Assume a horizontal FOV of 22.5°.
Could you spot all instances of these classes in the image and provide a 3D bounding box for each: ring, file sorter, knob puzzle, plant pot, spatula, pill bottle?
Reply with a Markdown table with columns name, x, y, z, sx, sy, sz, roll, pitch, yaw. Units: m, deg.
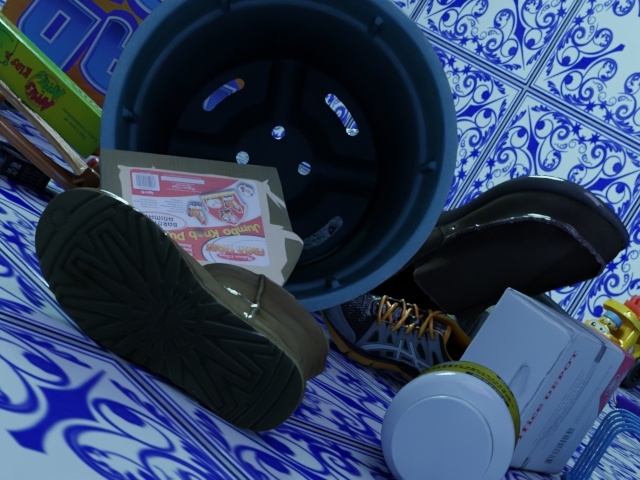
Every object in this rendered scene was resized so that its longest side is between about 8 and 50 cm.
| name | x | y | z | sx | sy | sz | roll | pitch | yaw |
| --- | --- | --- | --- | --- | --- | --- | --- | --- | --- |
| ring | -0.321 | -0.147 | 1.653 | 0.336 | 0.032 | 0.336 | 44 | 1 | -1 |
| file sorter | 0.324 | 0.247 | 1.643 | 0.118 | 0.104 | 0.170 | 32 | 4 | 6 |
| knob puzzle | -0.110 | 0.005 | 1.440 | 0.213 | 0.030 | 0.213 | 13 | 45 | -13 |
| plant pot | -0.045 | -0.094 | 1.693 | 0.341 | 0.341 | 0.334 | 31 | -3 | -1 |
| spatula | 0.318 | 0.145 | 1.826 | 0.296 | 0.030 | 0.084 | 54 | -4 | 41 |
| pill bottle | 0.102 | 0.150 | 1.259 | 0.103 | 0.103 | 0.184 | 32 | 5 | 8 |

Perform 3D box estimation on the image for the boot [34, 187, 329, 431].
| name | x | y | z | sx | sy | sz | roll | pitch | yaw |
| --- | --- | --- | --- | --- | --- | --- | --- | --- | --- |
| boot | -0.098 | 0.046 | 1.233 | 0.236 | 0.089 | 0.269 | 44 | 6 | -2 |

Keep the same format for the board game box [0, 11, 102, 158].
| name | x | y | z | sx | sy | sz | roll | pitch | yaw |
| --- | --- | --- | --- | --- | --- | --- | --- | --- | --- |
| board game box | -0.287 | -0.164 | 1.610 | 0.181 | 0.043 | 0.092 | 45 | 1 | -14 |

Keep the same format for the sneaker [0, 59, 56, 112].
| name | x | y | z | sx | sy | sz | roll | pitch | yaw |
| --- | --- | --- | --- | --- | --- | --- | --- | --- | --- |
| sneaker | -0.424 | -0.210 | 1.888 | 0.229 | 0.086 | 0.132 | 22 | 8 | 8 |

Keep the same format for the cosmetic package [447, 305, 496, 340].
| name | x | y | z | sx | sy | sz | roll | pitch | yaw |
| --- | --- | --- | --- | --- | --- | --- | --- | --- | --- |
| cosmetic package | 0.194 | 0.135 | 1.938 | 0.160 | 0.113 | 0.309 | 31 | 6 | -13 |

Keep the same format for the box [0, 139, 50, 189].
| name | x | y | z | sx | sy | sz | roll | pitch | yaw |
| --- | --- | --- | --- | --- | --- | --- | --- | --- | --- |
| box | -0.311 | -0.082 | 1.568 | 0.067 | 0.018 | 0.083 | 34 | 5 | 34 |

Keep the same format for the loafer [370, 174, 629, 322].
| name | x | y | z | sx | sy | sz | roll | pitch | yaw |
| --- | --- | --- | --- | --- | --- | --- | --- | --- | --- |
| loafer | 0.175 | 0.035 | 1.740 | 0.134 | 0.130 | 0.366 | 42 | -34 | -24 |

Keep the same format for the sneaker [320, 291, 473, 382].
| name | x | y | z | sx | sy | sz | roll | pitch | yaw |
| --- | --- | --- | --- | --- | --- | --- | --- | --- | --- |
| sneaker | 0.097 | 0.100 | 1.706 | 0.215 | 0.083 | 0.084 | 29 | 44 | -12 |

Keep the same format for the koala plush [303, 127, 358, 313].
| name | x | y | z | sx | sy | sz | roll | pitch | yaw |
| --- | --- | --- | --- | --- | --- | --- | --- | --- | --- |
| koala plush | 0.000 | 0.000 | 1.962 | 0.196 | 0.203 | 0.221 | 45 | 29 | 15 |

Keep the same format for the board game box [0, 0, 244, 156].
| name | x | y | z | sx | sy | sz | roll | pitch | yaw |
| --- | --- | --- | --- | --- | --- | --- | --- | --- | --- |
| board game box | -0.221 | -0.289 | 2.223 | 0.356 | 0.356 | 0.356 | 31 | 5 | -4 |

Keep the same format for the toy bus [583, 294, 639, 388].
| name | x | y | z | sx | sy | sz | roll | pitch | yaw |
| --- | --- | --- | --- | --- | --- | --- | --- | --- | --- |
| toy bus | 0.667 | 0.202 | 3.586 | 0.220 | 0.211 | 0.149 | 24 | 10 | -48 |

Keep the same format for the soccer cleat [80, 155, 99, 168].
| name | x | y | z | sx | sy | sz | roll | pitch | yaw |
| --- | --- | --- | --- | --- | --- | --- | --- | --- | --- |
| soccer cleat | -0.250 | -0.083 | 1.914 | 0.083 | 0.029 | 0.035 | 20 | 15 | -43 |

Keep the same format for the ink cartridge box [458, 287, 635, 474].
| name | x | y | z | sx | sy | sz | roll | pitch | yaw |
| --- | --- | --- | --- | --- | --- | --- | --- | --- | --- |
| ink cartridge box | 0.219 | 0.150 | 1.653 | 0.092 | 0.158 | 0.218 | 35 | 6 | 27 |
